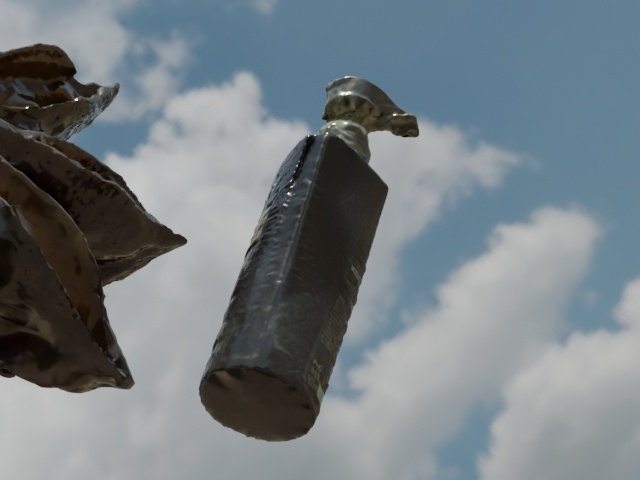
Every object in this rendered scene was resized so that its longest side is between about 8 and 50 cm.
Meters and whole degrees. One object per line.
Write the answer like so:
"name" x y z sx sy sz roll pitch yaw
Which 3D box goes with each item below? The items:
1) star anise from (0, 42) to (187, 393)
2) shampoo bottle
"star anise" -0.217 -0.040 0.843 0.331 0.332 0.117 6 -42 -49
"shampoo bottle" -0.001 0.000 0.820 0.063 0.208 0.057 34 -41 -19
